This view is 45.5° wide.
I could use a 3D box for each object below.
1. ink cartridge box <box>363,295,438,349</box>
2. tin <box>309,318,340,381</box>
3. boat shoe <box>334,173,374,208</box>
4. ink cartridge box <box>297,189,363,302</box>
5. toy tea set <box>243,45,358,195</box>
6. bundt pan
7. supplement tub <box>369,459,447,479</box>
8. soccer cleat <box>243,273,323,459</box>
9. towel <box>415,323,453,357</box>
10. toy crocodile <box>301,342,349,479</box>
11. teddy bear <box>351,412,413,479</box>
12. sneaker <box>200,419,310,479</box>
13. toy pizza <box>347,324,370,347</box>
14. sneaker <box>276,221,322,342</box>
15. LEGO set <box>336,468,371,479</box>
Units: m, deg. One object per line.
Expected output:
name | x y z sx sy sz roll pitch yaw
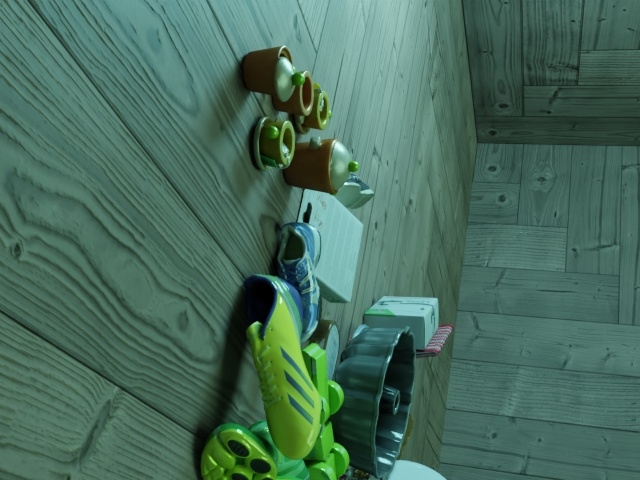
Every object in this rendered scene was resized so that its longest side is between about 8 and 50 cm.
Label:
ink cartridge box | 0.215 0.212 2.001 0.219 0.160 0.092 -26 116 -71
tin | 0.002 0.246 1.534 0.106 0.040 0.189 66 32 -48
boat shoe | 0.050 -0.110 1.614 0.065 0.075 0.206 53 17 15
ink cartridge box | 0.000 0.000 1.490 0.225 0.056 0.181 39 54 -47
toy tea set | -0.017 -0.190 1.236 0.336 0.124 0.200 20 74 -72
bundt pan | 0.107 0.339 1.648 0.331 0.124 0.330 7 90 -70
supplement tub | 0.170 0.693 1.718 0.241 0.241 0.331 -45 148 -65
soccer cleat | -0.069 0.179 1.120 0.121 0.093 0.289 33 37 -44
towel | 0.242 0.276 2.035 0.275 0.199 0.031 -24 103 -71
toy crocodile | -0.017 0.360 1.412 0.115 0.105 0.340 -30 118 -69
teddy bear | 0.133 0.580 1.942 0.245 0.113 0.338 32 70 -63
sneaker | -0.101 0.328 1.150 0.295 0.109 0.123 57 10 -55
toy pizza | 0.084 0.298 1.807 0.201 0.032 0.201 5 90 -69
sneaker | -0.045 0.068 1.297 0.081 0.080 0.211 27 57 -64
LEGO set | 0.033 0.556 1.570 0.287 0.107 0.132 -52 142 -62
